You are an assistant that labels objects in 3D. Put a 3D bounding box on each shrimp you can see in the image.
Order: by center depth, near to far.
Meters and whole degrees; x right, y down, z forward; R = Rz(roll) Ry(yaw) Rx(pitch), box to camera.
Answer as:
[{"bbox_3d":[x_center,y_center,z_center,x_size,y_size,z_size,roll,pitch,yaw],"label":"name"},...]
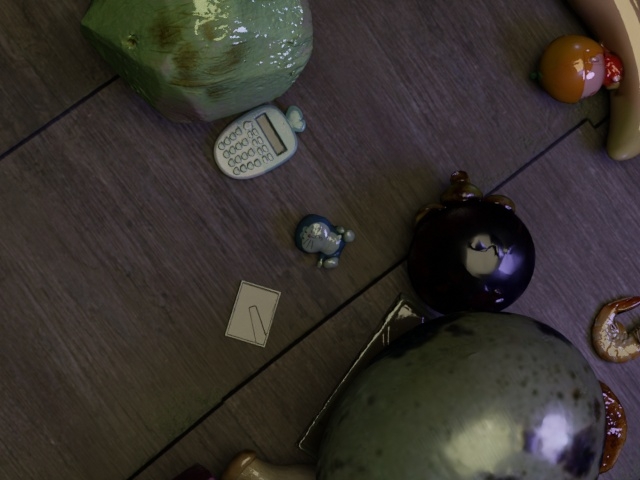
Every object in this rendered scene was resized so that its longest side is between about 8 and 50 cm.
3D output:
[{"bbox_3d":[0.502,0.129,2.032,0.162,0.045,0.095,-35,72,-6],"label":"shrimp"}]

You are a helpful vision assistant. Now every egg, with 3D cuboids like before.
[{"bbox_3d":[0.195,0.284,1.788,0.428,0.345,0.345,-29,92,-7],"label":"egg"}]

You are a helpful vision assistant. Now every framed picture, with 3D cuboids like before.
[{"bbox_3d":[-0.102,0.111,1.932,0.066,0.006,0.089,17,84,-9],"label":"framed picture"},{"bbox_3d":[0.127,0.257,1.960,0.213,0.016,0.289,36,81,-6],"label":"framed picture"}]

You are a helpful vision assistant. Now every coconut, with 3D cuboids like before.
[{"bbox_3d":[-0.180,-0.324,1.814,0.328,0.281,0.329,-10,126,-14],"label":"coconut"}]

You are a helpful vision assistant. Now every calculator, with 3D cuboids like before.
[{"bbox_3d":[-0.091,-0.152,1.944,0.153,0.021,0.095,-32,93,-10],"label":"calculator"}]

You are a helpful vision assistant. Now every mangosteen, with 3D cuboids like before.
[{"bbox_3d":[0.221,0.005,1.923,0.194,0.194,0.231,-4,58,-11],"label":"mangosteen"}]

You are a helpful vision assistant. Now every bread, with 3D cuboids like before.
[{"bbox_3d":[0.383,0.290,1.984,0.193,0.064,0.193,-1,93,-12],"label":"bread"}]

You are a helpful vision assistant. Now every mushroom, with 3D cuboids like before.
[{"bbox_3d":[-0.043,0.367,1.881,0.212,0.097,0.088,18,93,-6],"label":"mushroom"}]

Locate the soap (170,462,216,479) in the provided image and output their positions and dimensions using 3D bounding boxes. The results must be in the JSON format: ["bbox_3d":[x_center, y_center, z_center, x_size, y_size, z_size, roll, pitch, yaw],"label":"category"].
[{"bbox_3d":[-0.120,0.499,1.790,0.128,0.233,0.360,-32,92,-12],"label":"soap"}]

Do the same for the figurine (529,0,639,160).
[{"bbox_3d":[0.445,-0.285,2.002,0.222,0.124,0.325,-6,91,-11],"label":"figurine"}]

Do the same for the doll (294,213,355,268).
[{"bbox_3d":[0.000,0.000,1.937,0.083,0.050,0.076,27,100,-9],"label":"doll"}]
